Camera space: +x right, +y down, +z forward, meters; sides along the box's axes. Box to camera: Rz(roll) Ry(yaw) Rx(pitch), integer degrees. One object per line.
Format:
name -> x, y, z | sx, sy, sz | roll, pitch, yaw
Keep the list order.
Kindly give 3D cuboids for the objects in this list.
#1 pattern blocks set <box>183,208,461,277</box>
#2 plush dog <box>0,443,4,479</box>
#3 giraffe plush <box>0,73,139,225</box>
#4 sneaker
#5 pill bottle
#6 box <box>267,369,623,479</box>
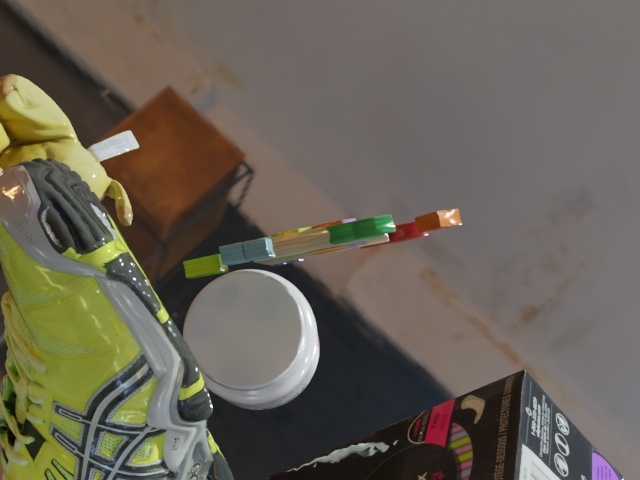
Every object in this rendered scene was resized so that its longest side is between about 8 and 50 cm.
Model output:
pattern blocks set -> 0.000, 0.000, 1.421 | 0.325, 0.286, 0.026 | 145, -66, -84
plush dog -> -0.359, 0.323, 1.752 | 0.225, 0.211, 0.262 | 60, 16, -53
giraffe plush -> -0.299, -0.042, 1.321 | 0.170, 0.210, 0.181 | -37, -112, 39
sneaker -> -0.157, 0.110, 0.929 | 0.145, 0.147, 0.384 | 55, -15, 43
pill bottle -> -0.082, 0.121, 1.678 | 0.160, 0.160, 0.283 | 42, -7, 7
box -> 0.082, 0.242, 1.067 | 0.270, 0.165, 0.143 | -29, -62, 31
